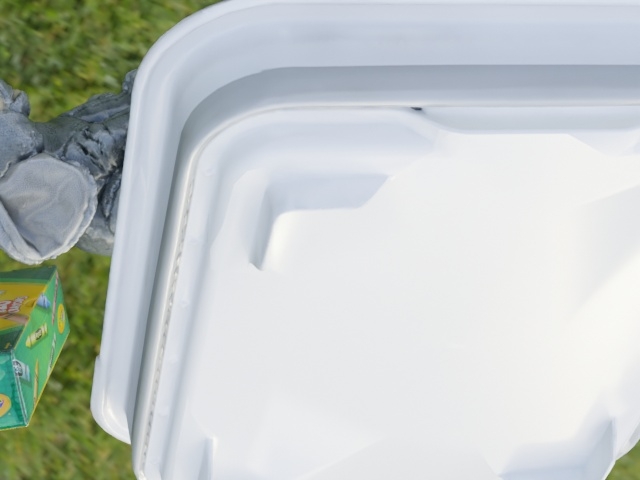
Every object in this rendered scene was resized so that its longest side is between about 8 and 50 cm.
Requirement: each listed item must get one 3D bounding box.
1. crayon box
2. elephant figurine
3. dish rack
[{"bbox_3d":[-0.355,0.110,1.675,0.165,0.278,0.081,-8,106,2],"label":"crayon box"},{"bbox_3d":[-0.241,-0.062,1.373,0.239,0.169,0.186,-6,71,-26],"label":"elephant figurine"},{"bbox_3d":[0.053,0.031,0.727,0.286,0.072,0.333,-1,144,-12],"label":"dish rack"}]
